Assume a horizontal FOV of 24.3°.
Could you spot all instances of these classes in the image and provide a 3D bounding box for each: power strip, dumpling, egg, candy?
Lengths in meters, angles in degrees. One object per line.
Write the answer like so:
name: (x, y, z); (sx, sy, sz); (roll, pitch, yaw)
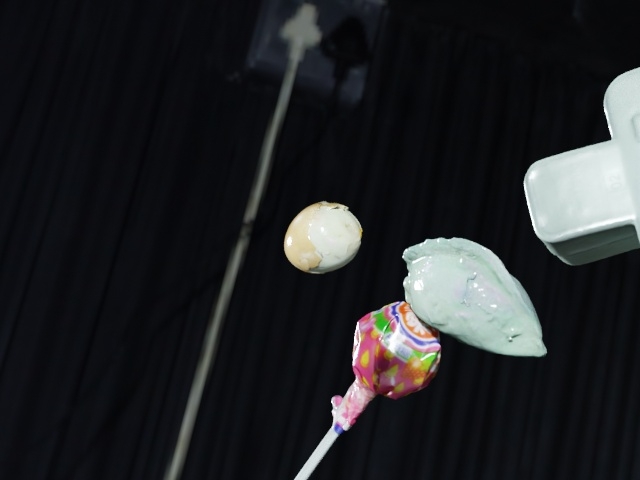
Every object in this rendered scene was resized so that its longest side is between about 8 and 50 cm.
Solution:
power strip: (0.351, -0.050, 1.492); (0.261, 0.229, 0.141); (-19, -27, 20)
dumpling: (0.186, 0.072, 1.830); (0.217, 0.105, 0.149); (29, -7, 25)
egg: (0.000, 0.000, 1.522); (0.071, 0.071, 0.083); (26, -46, -31)
candy: (0.036, 0.237, 1.984); (0.124, 0.124, 0.365); (23, -67, -25)
